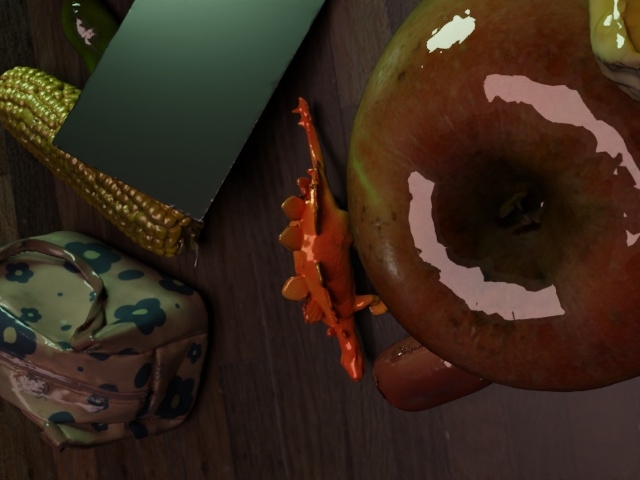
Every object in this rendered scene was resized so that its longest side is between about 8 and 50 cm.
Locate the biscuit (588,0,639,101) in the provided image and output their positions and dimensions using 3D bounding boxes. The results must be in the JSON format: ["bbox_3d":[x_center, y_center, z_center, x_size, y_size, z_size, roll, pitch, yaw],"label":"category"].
[{"bbox_3d":[0.367,-0.195,0.695,0.429,0.104,0.446,11,68,-13],"label":"biscuit"}]

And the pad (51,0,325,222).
[{"bbox_3d":[-0.127,-0.188,1.063,0.202,0.005,0.300,27,86,21],"label":"pad"}]

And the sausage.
[{"bbox_3d":[0.113,0.119,0.995,0.141,0.076,0.076,-24,84,27],"label":"sausage"}]

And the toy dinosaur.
[{"bbox_3d":[0.000,0.000,1.013,0.070,0.117,0.288,-10,93,26],"label":"toy dinosaur"}]

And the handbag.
[{"bbox_3d":[-0.269,0.106,1.106,0.251,0.193,0.190,23,108,22],"label":"handbag"}]

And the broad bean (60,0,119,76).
[{"bbox_3d":[-0.220,-0.188,1.138,0.065,0.046,0.254,-41,79,7],"label":"broad bean"}]

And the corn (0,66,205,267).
[{"bbox_3d":[-0.232,-0.089,1.125,0.310,0.101,0.101,40,109,18],"label":"corn"}]

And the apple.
[{"bbox_3d":[0.188,-0.058,0.826,0.338,0.305,0.338,7,108,22],"label":"apple"}]
